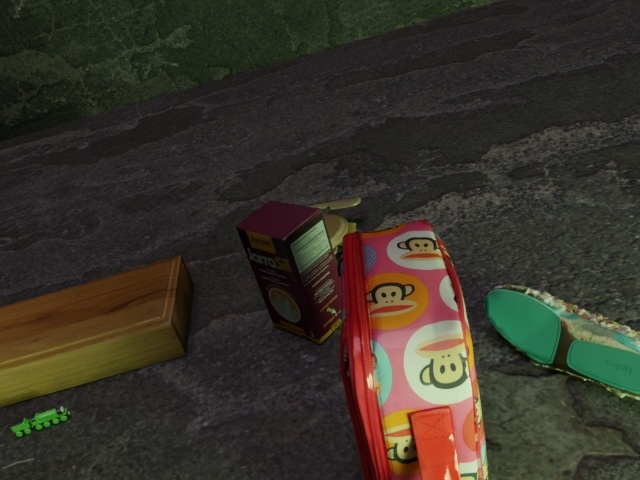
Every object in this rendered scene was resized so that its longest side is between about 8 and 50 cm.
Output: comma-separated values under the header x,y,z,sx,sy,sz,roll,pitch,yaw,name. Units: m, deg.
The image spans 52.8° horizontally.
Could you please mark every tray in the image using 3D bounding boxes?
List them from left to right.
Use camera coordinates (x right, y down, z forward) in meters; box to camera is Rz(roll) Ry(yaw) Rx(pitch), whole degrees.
x,y,z,sx,sy,sz,roll,pitch,yaw,name
-0.423,0.155,1.069,0.410,0.076,0.203,-15,30,1,tray

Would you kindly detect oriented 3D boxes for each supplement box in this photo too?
x,y,z,sx,sy,sz,roll,pitch,yaw,name
-0.036,0.045,0.936,0.104,0.188,0.080,14,42,42,supplement box

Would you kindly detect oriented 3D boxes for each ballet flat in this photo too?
x,y,z,sx,sy,sz,roll,pitch,yaw,name
0.307,0.119,0.768,0.077,0.091,0.241,-1,20,-39,ballet flat

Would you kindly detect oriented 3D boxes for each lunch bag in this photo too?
x,y,z,sx,sy,sz,roll,pitch,yaw,name
0.090,0.154,0.591,0.120,0.293,0.258,-9,30,4,lunch bag

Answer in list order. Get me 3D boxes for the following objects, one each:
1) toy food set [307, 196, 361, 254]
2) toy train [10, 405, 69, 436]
x,y,z,sx,sy,sz,roll,pitch,yaw,name
0.000,0.000,1.155,0.132,0.039,0.192,-6,36,32,toy food set
-0.406,0.260,0.934,0.083,0.024,0.017,-19,30,-3,toy train
